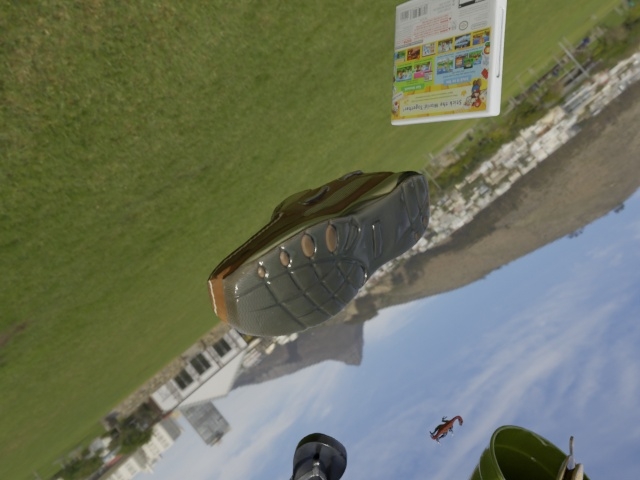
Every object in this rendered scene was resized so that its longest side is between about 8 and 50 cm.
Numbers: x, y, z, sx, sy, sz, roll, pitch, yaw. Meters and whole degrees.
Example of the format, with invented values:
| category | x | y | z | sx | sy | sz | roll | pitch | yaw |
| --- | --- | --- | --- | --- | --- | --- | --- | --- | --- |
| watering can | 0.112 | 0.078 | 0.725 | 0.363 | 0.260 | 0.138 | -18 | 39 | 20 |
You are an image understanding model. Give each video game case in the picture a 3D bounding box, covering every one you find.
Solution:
| category | x | y | z | sx | sy | sz | roll | pitch | yaw |
| --- | --- | --- | --- | --- | --- | --- | --- | --- | --- |
| video game case | 0.198 | -0.298 | 0.881 | 0.026 | 0.207 | 0.227 | -2 | -172 | -33 |

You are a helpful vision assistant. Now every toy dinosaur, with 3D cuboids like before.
| category | x | y | z | sx | sy | sz | roll | pitch | yaw |
| --- | --- | --- | --- | --- | --- | --- | --- | --- | --- |
| toy dinosaur | 0.310 | 0.456 | 1.324 | 0.082 | 0.047 | 0.090 | -41 | 167 | 4 |

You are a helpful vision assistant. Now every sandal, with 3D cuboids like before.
| category | x | y | z | sx | sy | sz | roll | pitch | yaw |
| --- | --- | --- | --- | --- | --- | --- | --- | --- | --- |
| sandal | -0.018 | 0.447 | 0.995 | 0.054 | 0.097 | 0.255 | -79 | -173 | -59 |

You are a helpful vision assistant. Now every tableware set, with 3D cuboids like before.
| category | x | y | z | sx | sy | sz | roll | pitch | yaw |
| --- | --- | --- | --- | --- | --- | --- | --- | --- | --- |
| tableware set | 0.371 | 0.395 | 0.798 | 0.039 | 0.194 | 0.128 | 10 | -138 | 37 |

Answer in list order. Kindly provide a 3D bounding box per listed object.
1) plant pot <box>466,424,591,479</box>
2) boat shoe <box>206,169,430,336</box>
| category | x | y | z | sx | sy | sz | roll | pitch | yaw |
| --- | --- | --- | --- | --- | --- | --- | --- | --- | --- |
| plant pot | 0.515 | 0.762 | 1.473 | 0.353 | 0.366 | 0.366 | -59 | 169 | 24 |
| boat shoe | 0.000 | 0.000 | 0.635 | 0.324 | 0.119 | 0.123 | -28 | 126 | -41 |
